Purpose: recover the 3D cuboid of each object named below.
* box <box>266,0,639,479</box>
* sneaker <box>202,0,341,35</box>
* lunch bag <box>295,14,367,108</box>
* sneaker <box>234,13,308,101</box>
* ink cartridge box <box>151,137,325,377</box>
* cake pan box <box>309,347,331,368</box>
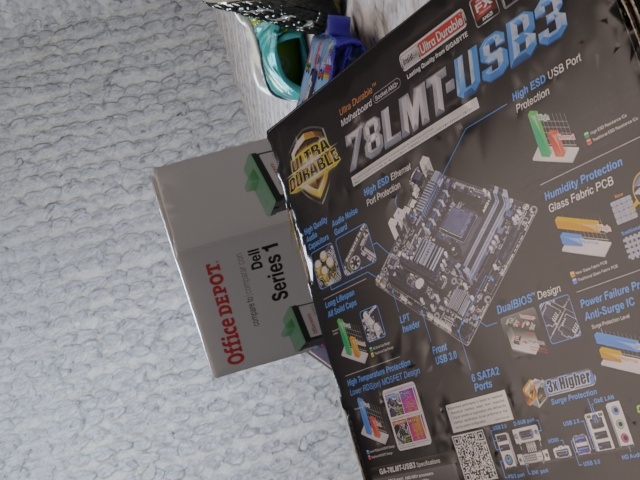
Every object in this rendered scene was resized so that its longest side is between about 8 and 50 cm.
[{"bbox_3d":[0.102,0.019,0.549,0.295,0.073,0.293,-30,72,52],"label":"box"},{"bbox_3d":[-0.084,-0.397,1.400,0.410,0.158,0.182,41,119,55],"label":"sneaker"},{"bbox_3d":[0.025,-0.125,1.268,0.221,0.138,0.293,-117,28,-77],"label":"lunch bag"},{"bbox_3d":[-0.067,-0.353,1.644,0.110,0.107,0.275,21,133,58],"label":"sneaker"},{"bbox_3d":[0.000,0.000,0.992,0.201,0.278,0.117,81,171,-49],"label":"ink cartridge box"},{"bbox_3d":[0.031,0.123,1.187,0.267,0.070,0.246,34,176,22],"label":"cake pan box"}]
